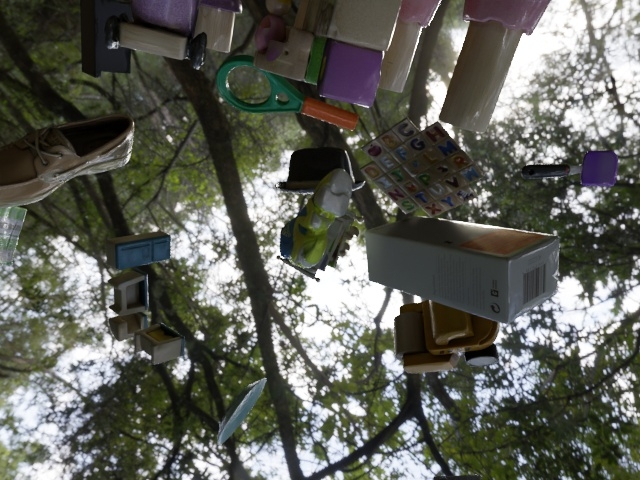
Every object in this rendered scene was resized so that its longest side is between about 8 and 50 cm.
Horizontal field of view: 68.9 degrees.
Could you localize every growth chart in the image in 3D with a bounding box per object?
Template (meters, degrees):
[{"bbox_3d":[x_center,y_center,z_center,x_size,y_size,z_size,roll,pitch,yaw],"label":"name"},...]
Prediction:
[{"bbox_3d":[0.000,0.000,1.306,0.172,0.021,0.237,35,-80,12],"label":"growth chart"}]

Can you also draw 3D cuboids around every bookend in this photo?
[{"bbox_3d":[-0.430,-0.438,1.021,0.072,0.156,0.157,30,-150,36],"label":"bookend"}]

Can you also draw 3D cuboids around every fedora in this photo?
[{"bbox_3d":[-0.006,-0.258,1.681,0.335,0.152,0.334,-3,-168,1],"label":"fedora"}]

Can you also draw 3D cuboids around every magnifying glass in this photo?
[{"bbox_3d":[-0.051,-0.226,0.745,0.092,0.231,0.026,117,-12,-49],"label":"magnifying glass"}]

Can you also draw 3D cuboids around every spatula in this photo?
[{"bbox_3d":[0.549,-0.156,1.022,0.297,0.084,0.030,-6,-166,-27],"label":"spatula"}]

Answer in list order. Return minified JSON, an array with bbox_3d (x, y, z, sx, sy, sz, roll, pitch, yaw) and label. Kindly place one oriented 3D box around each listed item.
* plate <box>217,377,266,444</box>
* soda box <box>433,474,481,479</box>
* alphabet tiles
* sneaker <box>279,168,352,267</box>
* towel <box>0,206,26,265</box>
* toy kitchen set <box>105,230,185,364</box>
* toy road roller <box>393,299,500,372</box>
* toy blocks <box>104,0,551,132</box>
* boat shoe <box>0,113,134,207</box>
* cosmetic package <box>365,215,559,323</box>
[{"bbox_3d":[-0.199,0.415,1.152,0.024,0.188,0.188,32,-114,14],"label":"plate"},{"bbox_3d":[0.245,0.512,0.752,0.091,0.097,0.286,-8,-173,9],"label":"soda box"},{"bbox_3d":[0.294,-0.201,1.374,0.285,0.343,0.011,-26,-146,41],"label":"alphabet tiles"},{"bbox_3d":[-0.024,-0.056,1.026,0.126,0.091,0.240,5,-119,47],"label":"sneaker"},{"bbox_3d":[-0.764,-0.011,1.123,0.113,0.023,0.151,88,17,-86],"label":"towel"},{"bbox_3d":[-0.320,0.106,0.920,0.166,0.206,0.122,18,-159,35],"label":"toy kitchen set"},{"bbox_3d":[0.354,0.251,1.380,0.330,0.240,0.202,-14,-126,24],"label":"toy road roller"},{"bbox_3d":[0.015,-0.272,0.402,0.309,0.259,0.288,8,-156,-15],"label":"toy blocks"},{"bbox_3d":[-0.518,-0.171,0.895,0.341,0.121,0.110,-38,174,-44],"label":"boat shoe"},{"bbox_3d":[0.356,0.053,1.246,0.230,0.161,0.453,-17,-161,-35],"label":"cosmetic package"}]
